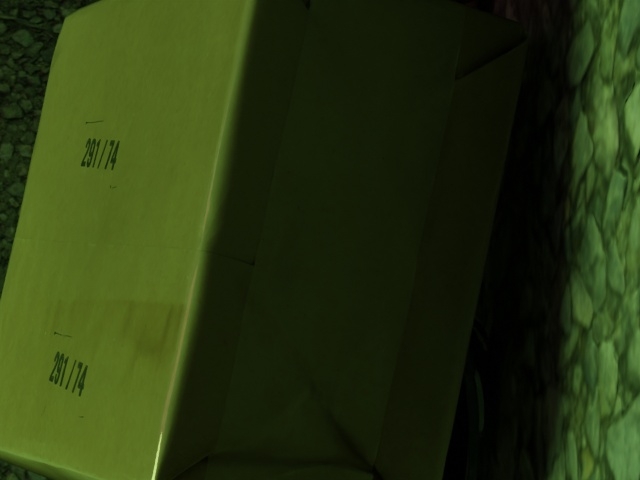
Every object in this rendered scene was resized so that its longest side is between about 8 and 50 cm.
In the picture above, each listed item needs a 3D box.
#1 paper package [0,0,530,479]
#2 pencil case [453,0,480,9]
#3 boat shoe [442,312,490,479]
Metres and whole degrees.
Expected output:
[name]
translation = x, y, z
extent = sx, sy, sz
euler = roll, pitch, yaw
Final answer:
[paper package]
translation = -0.055, 0.008, 1.049
extent = 0.325, 0.168, 0.310
euler = -4, 74, 62
[pencil case]
translation = 0.053, -0.153, 1.159
extent = 0.095, 0.098, 0.209
euler = -102, 17, -64
[boat shoe]
translation = 0.050, 0.159, 1.063
extent = 0.079, 0.095, 0.255
euler = -71, -4, -75
